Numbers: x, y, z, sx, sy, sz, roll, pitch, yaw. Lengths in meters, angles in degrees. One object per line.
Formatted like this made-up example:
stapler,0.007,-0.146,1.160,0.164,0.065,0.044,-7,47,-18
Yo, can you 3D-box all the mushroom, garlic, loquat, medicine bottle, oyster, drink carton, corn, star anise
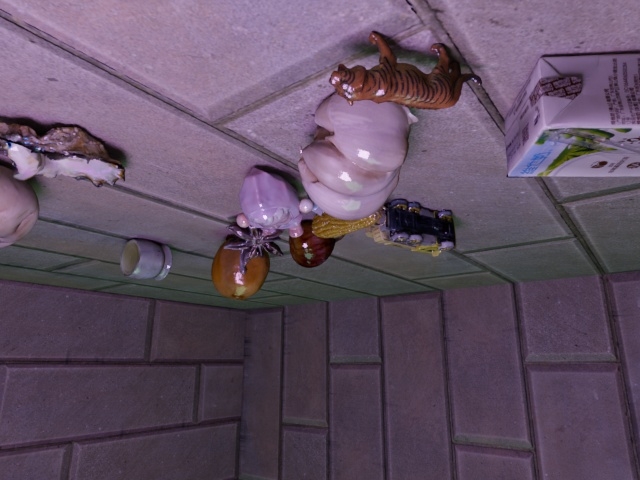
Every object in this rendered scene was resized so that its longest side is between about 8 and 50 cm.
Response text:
mushroom,-0.804,-0.020,0.979,0.314,0.336,0.314,-4,172,-1
garlic,0.049,-0.140,0.828,0.203,0.184,0.281,19,167,5
loquat,-0.280,0.096,1.562,0.193,0.238,0.238,8,163,-26
medicine bottle,-0.650,0.073,1.658,0.147,0.147,0.143,-11,164,36
oyster,-0.532,-0.168,0.909,0.198,0.092,0.259,-11,170,35
drink carton,0.492,-0.194,0.717,0.324,0.132,0.194,0,165,6
corn,0.073,-0.067,1.250,0.106,0.106,0.293,9,166,-29
star anise,-0.208,-0.001,1.400,0.231,0.089,0.209,-38,124,14

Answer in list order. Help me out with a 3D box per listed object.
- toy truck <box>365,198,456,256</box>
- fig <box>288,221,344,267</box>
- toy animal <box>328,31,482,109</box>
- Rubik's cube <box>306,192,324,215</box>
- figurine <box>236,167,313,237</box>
toy truck,0.269,-0.029,1.330,0.272,0.124,0.157,10,161,-31
fig,-0.019,0.019,1.447,0.202,0.148,0.149,24,128,-34
toy animal,0.127,-0.232,0.639,0.241,0.099,0.057,5,164,-14
Rubik's cube,0.016,-0.105,1.146,0.084,0.075,0.073,-9,160,26
figurine,-0.114,-0.087,1.119,0.200,0.133,0.276,-11,167,10
